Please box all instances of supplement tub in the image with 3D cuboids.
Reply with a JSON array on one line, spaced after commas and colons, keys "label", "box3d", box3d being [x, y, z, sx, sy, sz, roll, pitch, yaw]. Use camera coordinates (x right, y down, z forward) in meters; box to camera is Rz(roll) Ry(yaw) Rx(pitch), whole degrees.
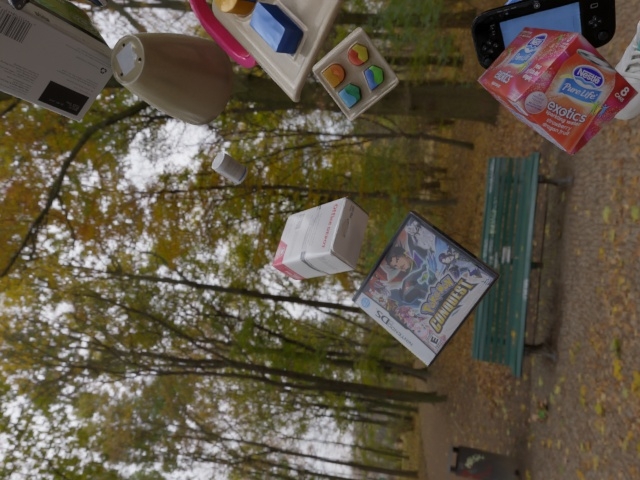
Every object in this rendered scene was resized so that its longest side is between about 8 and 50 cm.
[{"label": "supplement tub", "box3d": [-0.308, -0.246, 1.759, 0.107, 0.071, 0.071, 34, -126, -37]}]

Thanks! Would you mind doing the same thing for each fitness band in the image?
[{"label": "fitness band", "box3d": [-0.247, -0.578, 1.330, 0.054, 0.291, 0.209, -39, -8, -20]}]

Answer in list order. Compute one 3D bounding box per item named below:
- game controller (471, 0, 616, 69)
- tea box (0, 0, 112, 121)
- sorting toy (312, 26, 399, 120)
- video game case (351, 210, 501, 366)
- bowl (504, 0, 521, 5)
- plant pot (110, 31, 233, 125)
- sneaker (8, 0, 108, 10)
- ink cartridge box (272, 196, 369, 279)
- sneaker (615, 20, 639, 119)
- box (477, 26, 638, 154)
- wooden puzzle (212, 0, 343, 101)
[{"label": "game controller", "box3d": [0.538, -0.518, 1.258, 0.166, 0.318, 0.067, 49, -135, -47]}, {"label": "tea box", "box3d": [-0.779, -0.542, 1.369, 0.220, 0.324, 0.329, -48, -29, 15]}, {"label": "sorting toy", "box3d": [0.104, -0.498, 1.548, 0.208, 0.193, 0.038, 53, -161, -3]}, {"label": "video game case", "box3d": [0.236, 0.113, 1.205, 0.035, 0.248, 0.275, -7, -48, -58]}, {"label": "bowl", "box3d": [0.633, -0.650, 1.385, 0.077, 0.390, 0.391, 61, -171, 3]}, {"label": "plant pot", "box3d": [-0.430, -0.469, 1.434, 0.274, 0.256, 0.257, -7, -78, -60]}, {"label": "sneaker", "box3d": [-0.599, -0.559, 1.138, 0.163, 0.086, 0.226, -42, -23, 7]}, {"label": "ink cartridge box", "box3d": [0.000, 0.000, 1.260, 0.092, 0.217, 0.159, 34, -122, -31]}, {"label": "sneaker", "box3d": [0.500, -0.295, 0.789, 0.094, 0.080, 0.212, 1, -63, -48]}, {"label": "box", "box3d": [0.364, -0.250, 0.830, 0.123, 0.128, 0.257, -48, 13, 21]}, {"label": "wooden puzzle", "box3d": [-0.090, -0.485, 0.947, 0.080, 0.322, 0.348, -18, -31, -41]}]
